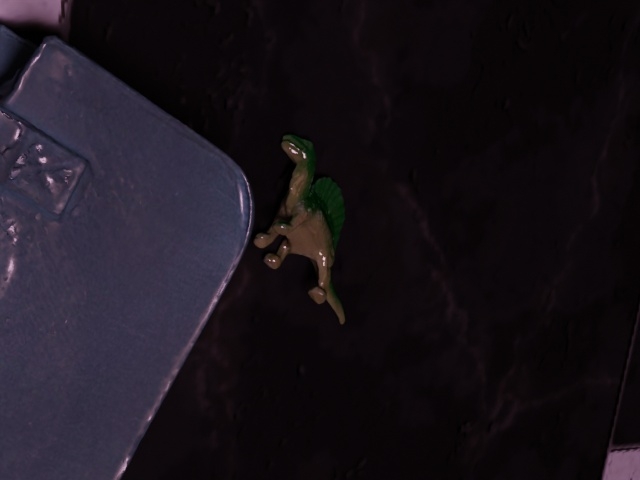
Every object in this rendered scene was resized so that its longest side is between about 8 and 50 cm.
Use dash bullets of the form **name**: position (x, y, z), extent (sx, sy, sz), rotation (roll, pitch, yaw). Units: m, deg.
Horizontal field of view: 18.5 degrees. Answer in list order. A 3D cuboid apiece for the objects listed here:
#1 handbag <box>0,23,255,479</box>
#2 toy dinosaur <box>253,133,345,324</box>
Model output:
- **handbag**: position (-0.142, 0.032, 0.912), extent (0.179, 0.062, 0.229), rotation (35, 80, -43)
- **toy dinosaur**: position (0.000, 0.000, 1.059), extent (0.060, 0.029, 0.119), rotation (-56, 134, -28)
